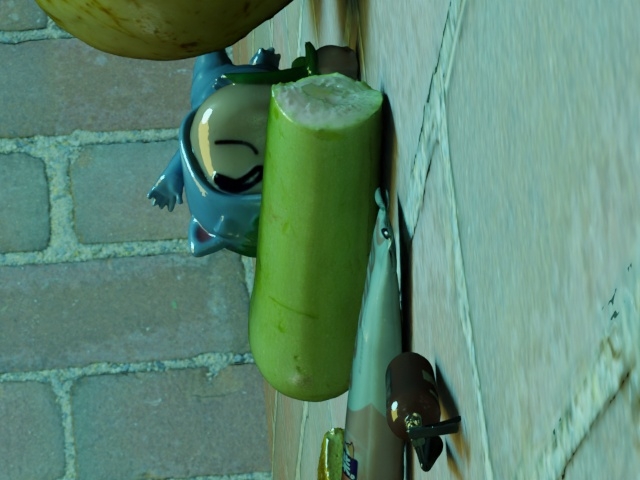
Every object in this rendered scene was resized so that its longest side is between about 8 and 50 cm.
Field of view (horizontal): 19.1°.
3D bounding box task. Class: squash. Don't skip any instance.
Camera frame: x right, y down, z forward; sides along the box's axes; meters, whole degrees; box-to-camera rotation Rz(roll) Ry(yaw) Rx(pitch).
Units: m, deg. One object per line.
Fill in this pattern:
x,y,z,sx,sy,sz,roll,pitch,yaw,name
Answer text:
0.000,0.000,1.104,0.250,0.083,0.083,94,171,-45,squash

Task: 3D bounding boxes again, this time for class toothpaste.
0.031,0.076,1.035,0.056,0.036,0.205,-99,10,-63,toothpaste

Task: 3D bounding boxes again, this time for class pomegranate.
-0.095,-0.229,1.160,0.248,0.248,0.248,176,90,-86,pomegranate

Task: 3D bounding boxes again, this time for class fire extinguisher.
0.044,0.086,0.870,0.100,0.032,0.046,-86,4,-77,fire extinguisher

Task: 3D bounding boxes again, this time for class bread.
0.018,0.181,1.293,0.094,0.035,0.090,96,169,-68,bread

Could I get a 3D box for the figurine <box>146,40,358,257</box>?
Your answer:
-0.042,-0.080,1.201,0.178,0.114,0.144,-102,25,-45,figurine
